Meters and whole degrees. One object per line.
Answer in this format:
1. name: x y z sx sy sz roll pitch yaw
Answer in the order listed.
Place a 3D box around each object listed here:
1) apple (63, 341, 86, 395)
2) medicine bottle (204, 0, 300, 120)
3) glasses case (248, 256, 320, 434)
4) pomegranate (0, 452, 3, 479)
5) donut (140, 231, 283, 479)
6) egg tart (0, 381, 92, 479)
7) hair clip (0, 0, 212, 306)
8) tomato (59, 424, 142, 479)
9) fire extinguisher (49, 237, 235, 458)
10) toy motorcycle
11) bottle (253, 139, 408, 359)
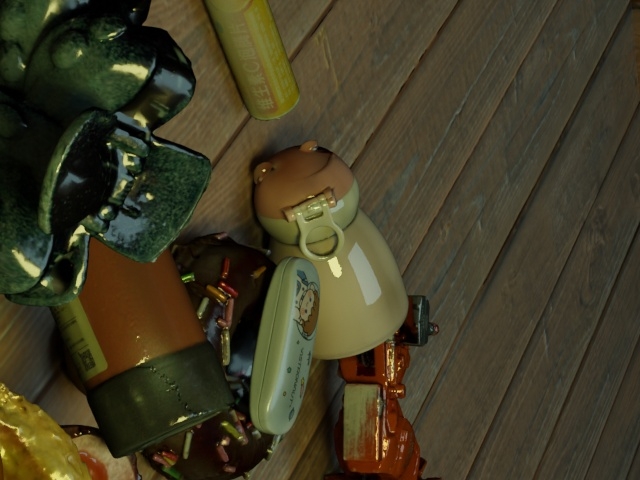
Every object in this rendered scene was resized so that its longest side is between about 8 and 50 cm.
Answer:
1. apple: -0.177 0.096 1.720 0.099 0.102 0.114 60 40 -51
2. medicine bottle: -0.076 -0.219 1.943 0.218 0.074 0.074 69 34 -48
3. glasses case: -0.035 0.104 1.872 0.067 0.045 0.178 32 65 -62
4. pomegranate: -0.338 0.167 1.151 0.319 0.319 0.319 5 90 -67
5. donut: -0.101 0.122 1.908 0.270 0.103 0.269 7 90 -67
6. egg tart: -0.282 0.217 1.403 0.106 0.241 0.241 -171 -95 -78
7. hair clip: -0.208 -0.075 1.389 0.310 0.206 0.194 -61 152 3
8. tomato: -0.251 0.254 1.567 0.199 0.112 0.228 -10 109 -47
9. fire extinguisher: -0.198 -0.008 1.576 0.376 0.113 0.200 67 -15 4
10. toy motorcycle: 0.072 0.207 2.270 0.221 0.148 0.325 15 76 -77
11. bottle: 0.000 0.000 2.084 0.147 0.147 0.236 -56 135 -49
